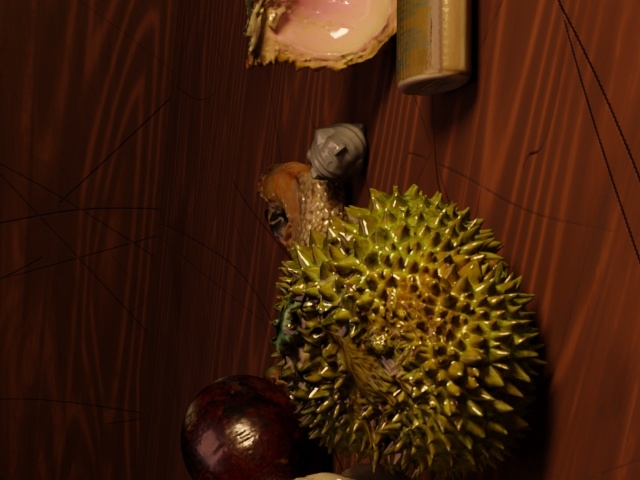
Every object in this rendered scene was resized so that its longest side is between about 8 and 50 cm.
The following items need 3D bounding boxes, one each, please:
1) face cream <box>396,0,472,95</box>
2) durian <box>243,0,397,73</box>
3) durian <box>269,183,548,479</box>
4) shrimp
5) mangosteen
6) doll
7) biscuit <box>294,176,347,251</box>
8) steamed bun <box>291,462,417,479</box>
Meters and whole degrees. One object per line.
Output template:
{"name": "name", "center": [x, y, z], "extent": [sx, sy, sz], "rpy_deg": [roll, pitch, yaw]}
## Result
{"name": "face cream", "center": [0.115, -0.298, 1.443], "extent": [0.139, 0.067, 0.285], "rpy_deg": [171, 100, -75]}
{"name": "durian", "center": [0.030, -0.347, 1.645], "extent": [0.195, 0.185, 0.305], "rpy_deg": [-75, 0, -61]}
{"name": "durian", "center": [0.069, 0.081, 1.269], "extent": [0.291, 0.224, 0.291], "rpy_deg": [-176, 90, -70]}
{"name": "shrimp", "center": [-0.044, -0.042, 2.076], "extent": [0.287, 0.063, 0.152], "rpy_deg": [-158, 59, -73]}
{"name": "mangosteen", "center": [-0.073, 0.277, 1.901], "extent": [0.216, 0.216, 0.216], "rpy_deg": [-179, 90, -76]}
{"name": "doll", "center": [0.018, -0.114, 1.803], "extent": [0.094, 0.079, 0.180], "rpy_deg": [-46, 8, -3]}
{"name": "biscuit", "center": [0.000, 0.000, 1.868], "extent": [0.082, 0.070, 0.168], "rpy_deg": [178, 95, -67]}
{"name": "steamed bun", "center": [0.041, 0.328, 1.382], "extent": [0.268, 0.207, 0.280], "rpy_deg": [55, 145, -8]}
